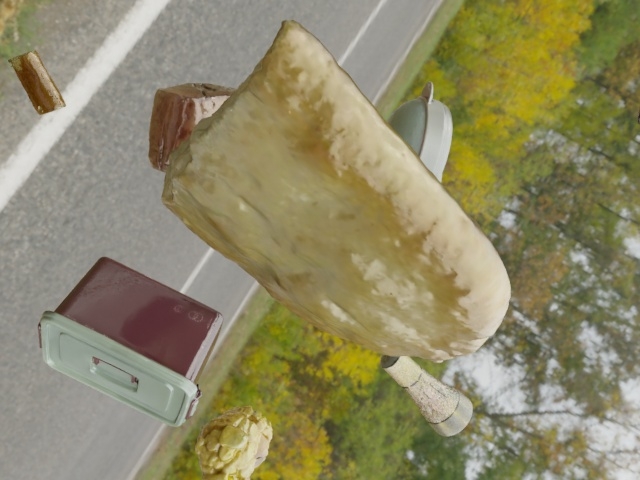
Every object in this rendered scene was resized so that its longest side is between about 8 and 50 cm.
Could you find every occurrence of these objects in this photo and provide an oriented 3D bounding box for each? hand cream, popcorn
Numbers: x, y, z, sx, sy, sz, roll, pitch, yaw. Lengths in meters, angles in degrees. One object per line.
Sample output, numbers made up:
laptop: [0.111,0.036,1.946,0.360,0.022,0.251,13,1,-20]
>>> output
hand cream: [0.177,0.259,1.256,0.084,0.203,0.084,-38,-155,21]
popcorn: [-0.185,0.420,1.471,0.194,0.140,0.163,-62,143,-45]

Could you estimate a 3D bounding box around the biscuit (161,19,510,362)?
biscuit: [-0.001,0.001,0.836,0.429,0.446,0.104,-15,-144,55]

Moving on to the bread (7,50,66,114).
bread: [-0.371,-0.208,0.944,0.047,0.083,0.036,-8,-156,38]

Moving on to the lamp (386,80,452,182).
lamp: [0.153,-0.137,1.229,0.179,0.108,0.246,125,-30,-74]

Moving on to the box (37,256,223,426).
box: [-0.318,0.170,1.242,0.167,0.294,0.193,-64,-179,-37]

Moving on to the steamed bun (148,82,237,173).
steamed bun: [-0.176,-0.162,1.066,0.175,0.106,0.145,-10,121,-48]

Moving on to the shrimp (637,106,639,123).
shrimp: [0.553,-0.184,1.173,0.091,0.127,0.025,-27,-167,-34]
